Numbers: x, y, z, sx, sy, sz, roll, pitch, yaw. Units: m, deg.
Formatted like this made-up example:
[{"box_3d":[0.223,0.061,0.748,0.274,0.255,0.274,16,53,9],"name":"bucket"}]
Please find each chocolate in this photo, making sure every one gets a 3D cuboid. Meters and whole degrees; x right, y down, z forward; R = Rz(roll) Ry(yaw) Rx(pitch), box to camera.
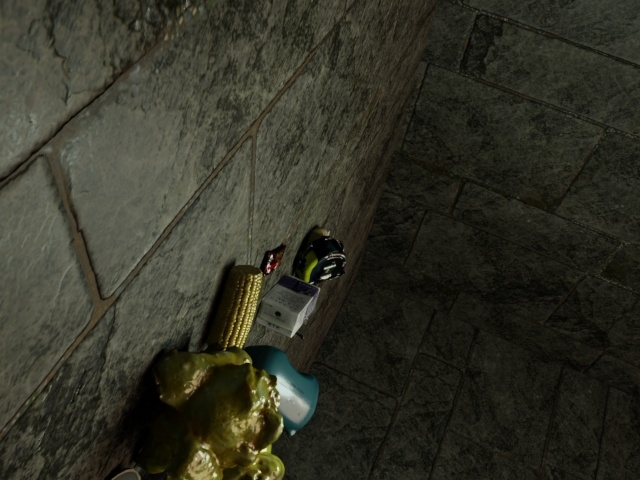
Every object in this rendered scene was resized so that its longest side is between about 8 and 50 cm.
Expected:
[{"box_3d":[-0.134,0.060,1.773,0.182,0.028,0.086,-21,131,-75],"name":"chocolate"}]

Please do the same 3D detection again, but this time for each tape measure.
[{"box_3d":[0.001,0.078,2.149,0.199,0.112,0.186,-21,145,-21],"name":"tape measure"}]

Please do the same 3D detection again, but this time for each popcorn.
[{"box_3d":[-0.234,0.395,1.280,0.325,0.290,0.321,-94,-160,-68],"name":"popcorn"},{"box_3d":[-0.264,0.572,1.574,0.312,0.312,0.312,23,90,-81],"name":"popcorn"}]

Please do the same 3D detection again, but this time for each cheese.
[{"box_3d":[0.000,0.000,2.301,0.255,0.050,0.127,-30,142,-74],"name":"cheese"}]

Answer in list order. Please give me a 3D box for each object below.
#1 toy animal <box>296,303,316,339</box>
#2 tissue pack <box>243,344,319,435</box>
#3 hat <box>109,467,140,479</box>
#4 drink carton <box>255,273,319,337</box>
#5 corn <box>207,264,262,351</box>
[{"box_3d":[-0.091,0.248,2.148,0.269,0.137,0.082,-66,178,-62],"name":"toy animal"},{"box_3d":[-0.151,0.477,1.890,0.287,0.198,0.206,48,50,-35],"name":"tissue pack"},{"box_3d":[-0.400,0.610,1.222,0.161,0.232,0.275,-31,146,-7],"name":"hat"},{"box_3d":[-0.105,0.210,1.975,0.102,0.134,0.222,-70,170,23],"name":"drink carton"},{"box_3d":[-0.205,0.172,1.452,0.093,0.093,0.244,-40,152,-70],"name":"corn"}]
